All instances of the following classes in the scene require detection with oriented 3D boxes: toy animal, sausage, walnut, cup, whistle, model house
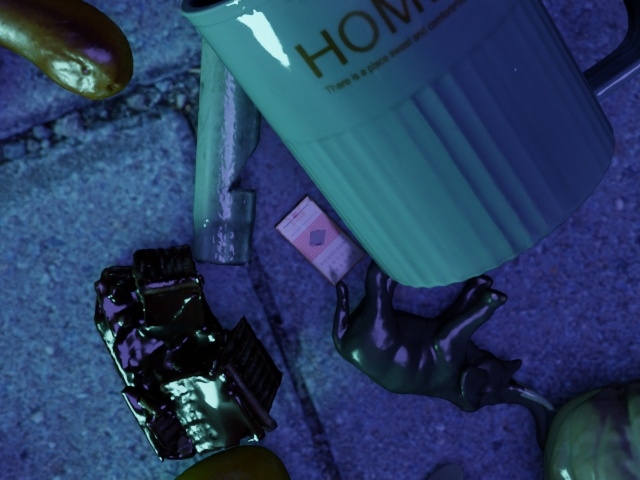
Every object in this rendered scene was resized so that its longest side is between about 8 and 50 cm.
[{"bbox_3d":[0.133,0.100,1.256,0.269,0.082,0.137,23,97,-12],"label":"toy animal"},{"bbox_3d":[-0.305,-0.213,1.162,0.302,0.103,0.076,21,129,-5],"label":"sausage"},{"bbox_3d":[0.316,0.238,1.228,0.224,0.224,0.224,-1,97,-6],"label":"walnut"},{"bbox_3d":[0.097,-0.169,1.124,0.331,0.256,0.311,-47,114,-25],"label":"cup"},{"bbox_3d":[-0.084,-0.133,1.213,0.062,0.062,0.312,2,96,-6],"label":"whistle"},{"bbox_3d":[-0.130,0.105,1.188,0.141,0.164,0.203,-34,98,-6],"label":"model house"}]

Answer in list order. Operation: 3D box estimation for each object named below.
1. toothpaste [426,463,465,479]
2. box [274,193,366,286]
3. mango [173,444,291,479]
[{"bbox_3d":[0.200,0.334,1.309,0.096,0.061,0.266,-42,106,-1],"label":"toothpaste"},{"bbox_3d":[0.000,0.000,1.262,0.046,0.012,0.083,-45,99,1],"label":"box"},{"bbox_3d":[-0.107,0.380,1.212,0.221,0.199,0.384,15,83,-2],"label":"mango"}]
